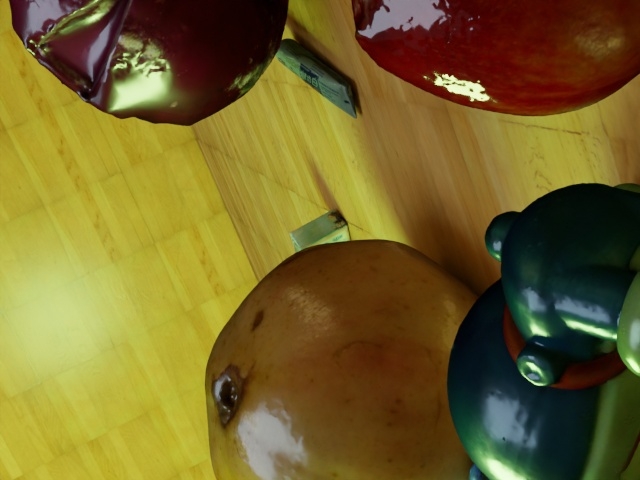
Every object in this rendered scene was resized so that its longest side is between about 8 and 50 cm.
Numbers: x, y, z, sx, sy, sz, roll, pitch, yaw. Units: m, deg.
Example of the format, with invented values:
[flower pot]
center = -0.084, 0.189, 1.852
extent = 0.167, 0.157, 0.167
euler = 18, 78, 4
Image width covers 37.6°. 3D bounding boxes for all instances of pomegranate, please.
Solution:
[pomegranate]
center = 0.056, 0.189, 1.177
extent = 0.412, 0.411, 0.411
euler = 60, 168, 22

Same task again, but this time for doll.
[doll]
center = 0.193, 0.081, 0.704
extent = 0.186, 0.198, 0.322
euler = 24, 139, 26

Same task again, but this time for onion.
[onion]
center = -0.181, -0.381, 1.188
extent = 0.420, 0.398, 0.398
euler = -43, 67, 36

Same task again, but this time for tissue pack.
[tissue pack]
center = 0.000, 0.000, 1.635
extent = 0.059, 0.094, 0.074
euler = 54, 166, 37

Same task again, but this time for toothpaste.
[toothpaste]
center = -0.010, -0.238, 1.327
extent = 0.233, 0.038, 0.060
euler = 47, 163, 47

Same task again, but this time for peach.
[peach]
center = 0.108, -0.163, 0.559
extent = 0.197, 0.197, 0.197
euler = 60, 168, 22

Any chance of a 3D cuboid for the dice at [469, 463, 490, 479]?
[dice]
center = 0.251, 0.285, 1.003
extent = 0.143, 0.146, 0.146
euler = 54, 166, 47
